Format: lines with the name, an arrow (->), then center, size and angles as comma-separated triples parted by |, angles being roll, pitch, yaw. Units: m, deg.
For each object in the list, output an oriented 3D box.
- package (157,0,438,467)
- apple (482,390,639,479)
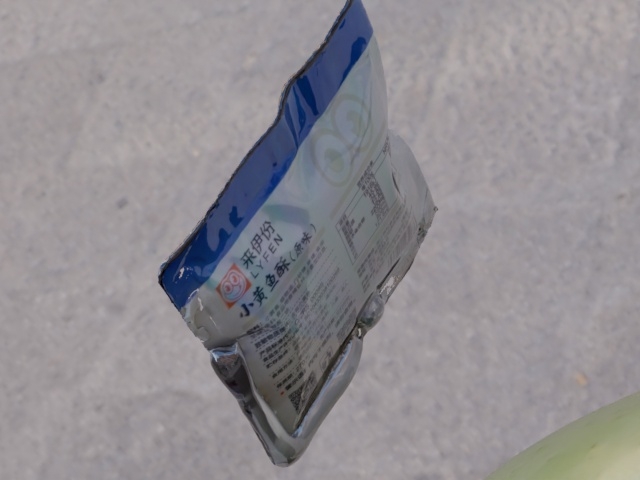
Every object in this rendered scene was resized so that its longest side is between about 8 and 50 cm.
package -> 0.000, 0.000, 0.655 | 0.027, 0.173, 0.171 | 18, 61, 33
apple -> 0.196, 0.236, 0.629 | 0.357, 0.357, 0.357 | -20, 39, 17
